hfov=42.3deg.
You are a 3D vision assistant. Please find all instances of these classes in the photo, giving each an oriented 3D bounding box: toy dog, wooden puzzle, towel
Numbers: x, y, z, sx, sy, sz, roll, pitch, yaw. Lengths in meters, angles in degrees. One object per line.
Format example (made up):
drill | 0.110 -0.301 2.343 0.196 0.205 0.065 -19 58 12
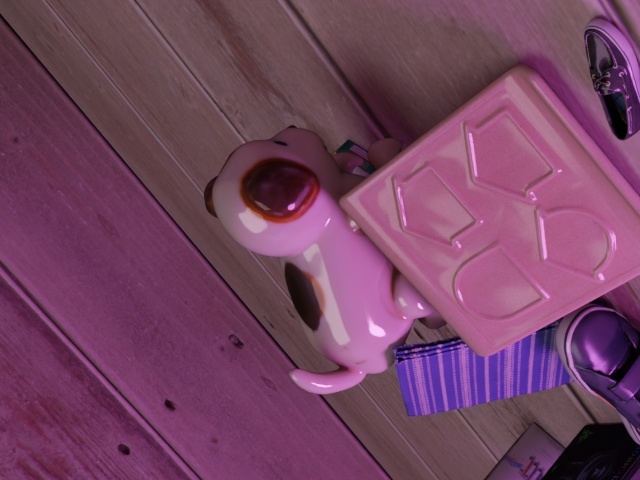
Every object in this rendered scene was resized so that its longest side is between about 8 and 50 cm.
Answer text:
toy dog | 0.000 0.000 1.337 0.408 0.395 0.285 47 167 -23
wooden puzzle | 0.246 -0.031 1.126 0.322 0.080 0.348 47 127 -10
towel | 0.292 0.198 1.348 0.243 0.336 0.040 71 -173 -54

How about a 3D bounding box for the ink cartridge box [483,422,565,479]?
ink cartridge box | 0.449 0.517 1.809 0.127 0.176 0.128 41 161 17

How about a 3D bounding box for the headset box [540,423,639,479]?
headset box | 0.503 0.453 1.458 0.131 0.246 0.283 46 162 1

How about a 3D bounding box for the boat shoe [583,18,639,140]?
boat shoe | 0.319 -0.172 0.899 0.142 0.040 0.049 55 160 -25

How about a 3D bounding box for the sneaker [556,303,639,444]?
sneaker | 0.479 0.212 1.214 0.321 0.126 0.127 43 169 -25

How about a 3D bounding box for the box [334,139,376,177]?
box | 0.086 -0.097 1.557 0.105 0.043 0.179 36 156 28
